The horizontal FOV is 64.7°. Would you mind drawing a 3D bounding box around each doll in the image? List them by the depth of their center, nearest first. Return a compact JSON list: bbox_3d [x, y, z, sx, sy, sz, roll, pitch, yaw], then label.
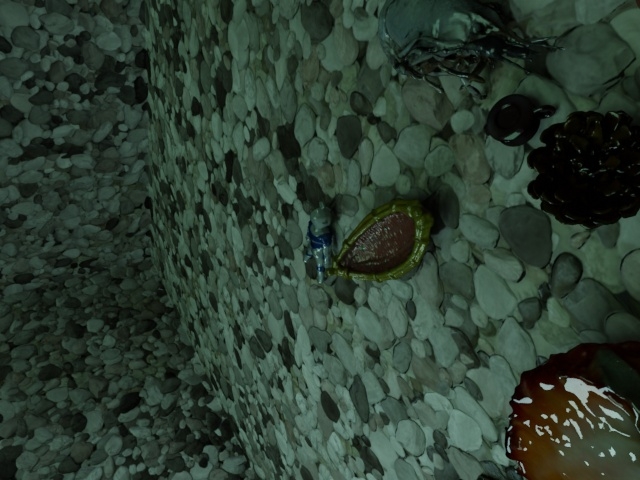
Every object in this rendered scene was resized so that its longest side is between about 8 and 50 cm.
[{"bbox_3d":[0.000,0.000,1.196,0.227,0.057,0.114,96,151,-47],"label":"doll"}]

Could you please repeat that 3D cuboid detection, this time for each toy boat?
[{"bbox_3d":[0.123,0.005,0.954,0.318,0.099,0.141,-38,74,55],"label":"toy boat"}]

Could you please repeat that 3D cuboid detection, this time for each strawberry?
[{"bbox_3d":[0.370,0.252,0.624,0.265,0.149,0.336,52,154,23],"label":"strawberry"}]

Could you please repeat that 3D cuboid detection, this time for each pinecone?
[{"bbox_3d":[0.302,-0.086,0.564,0.140,0.140,0.121,56,-172,28],"label":"pinecone"}]

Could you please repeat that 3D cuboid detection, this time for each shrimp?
[{"bbox_3d":[0.184,-0.268,0.702,0.343,0.116,0.145,44,139,52],"label":"shrimp"}]

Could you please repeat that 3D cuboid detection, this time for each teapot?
[{"bbox_3d":[0.267,-0.161,0.684,0.100,0.045,0.068,-10,73,43],"label":"teapot"}]

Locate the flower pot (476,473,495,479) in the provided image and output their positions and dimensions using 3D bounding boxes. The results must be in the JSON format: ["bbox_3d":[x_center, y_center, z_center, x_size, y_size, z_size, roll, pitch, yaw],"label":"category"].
[{"bbox_3d":[0.324,0.564,0.889,0.179,0.084,0.251,-6,98,59],"label":"flower pot"}]

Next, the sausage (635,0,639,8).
[{"bbox_3d":[0.360,-0.202,0.417,0.254,0.148,0.148,62,148,10],"label":"sausage"}]
